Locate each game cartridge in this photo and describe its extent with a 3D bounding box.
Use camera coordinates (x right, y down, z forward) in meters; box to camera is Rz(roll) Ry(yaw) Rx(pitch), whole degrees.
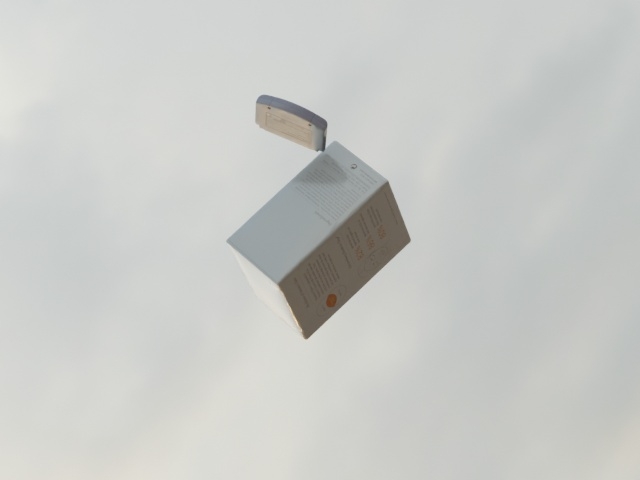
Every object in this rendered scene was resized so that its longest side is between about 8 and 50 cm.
[{"bbox_3d":[-0.031,-0.128,2.056,0.056,0.083,0.017,94,-159,-63],"label":"game cartridge"}]

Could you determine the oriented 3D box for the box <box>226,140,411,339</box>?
[{"bbox_3d":[0.000,0.000,2.098,0.170,0.091,0.130,-42,-32,-12],"label":"box"}]
